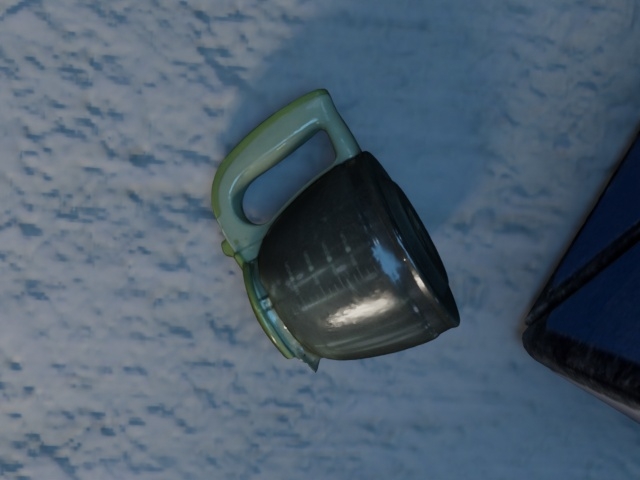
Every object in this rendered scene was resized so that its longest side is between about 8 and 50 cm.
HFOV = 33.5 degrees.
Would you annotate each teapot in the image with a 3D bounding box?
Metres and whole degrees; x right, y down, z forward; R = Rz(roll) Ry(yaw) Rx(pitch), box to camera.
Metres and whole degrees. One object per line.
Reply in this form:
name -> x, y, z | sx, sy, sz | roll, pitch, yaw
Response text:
teapot -> 0.004, 0.005, 0.510 | 0.090, 0.124, 0.092 | -29, 141, 9

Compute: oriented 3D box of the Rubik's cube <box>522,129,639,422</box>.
Rubik's cube -> 0.284, 0.024, 0.460 | 0.254, 0.260, 0.259 | 31, 92, -10
